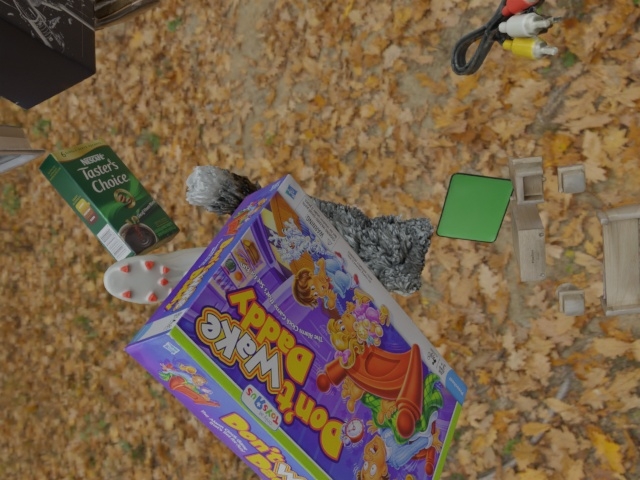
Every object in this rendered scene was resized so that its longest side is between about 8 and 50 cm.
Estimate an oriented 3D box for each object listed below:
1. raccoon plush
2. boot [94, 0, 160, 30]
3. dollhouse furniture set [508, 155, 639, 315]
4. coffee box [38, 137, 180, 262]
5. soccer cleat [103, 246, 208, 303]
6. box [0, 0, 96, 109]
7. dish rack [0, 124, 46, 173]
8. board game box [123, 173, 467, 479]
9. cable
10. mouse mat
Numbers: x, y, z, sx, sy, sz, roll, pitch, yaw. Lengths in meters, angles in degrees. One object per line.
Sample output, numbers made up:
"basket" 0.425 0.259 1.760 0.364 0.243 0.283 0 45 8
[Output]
"raccoon plush" 0.000 0.000 1.199 0.299 0.446 0.216 0 80 42
"boot" -0.442 -0.478 1.284 0.305 0.112 0.115 4 115 37
"dollhouse furniture set" 0.542 -0.036 1.199 0.356 0.174 0.303 -6 112 13
"coffee box" -0.300 -0.058 0.930 0.040 0.113 0.184 -40 89 30
"soccer cleat" -0.209 0.045 0.911 0.076 0.196 0.068 14 109 55
"box" -0.540 -0.445 1.036 0.179 0.312 0.343 -17 69 23
"dish rack" -0.523 -0.070 0.757 0.285 0.333 0.072 -110 -2 -82
"board game box" 0.003 0.137 0.678 0.078 0.233 0.347 -22 116 42
"cable" 0.280 -0.345 1.048 0.287 0.072 0.139 9 113 66
"mouse mat" 0.368 -0.075 1.548 0.007 0.153 0.189 -83 1 -51
